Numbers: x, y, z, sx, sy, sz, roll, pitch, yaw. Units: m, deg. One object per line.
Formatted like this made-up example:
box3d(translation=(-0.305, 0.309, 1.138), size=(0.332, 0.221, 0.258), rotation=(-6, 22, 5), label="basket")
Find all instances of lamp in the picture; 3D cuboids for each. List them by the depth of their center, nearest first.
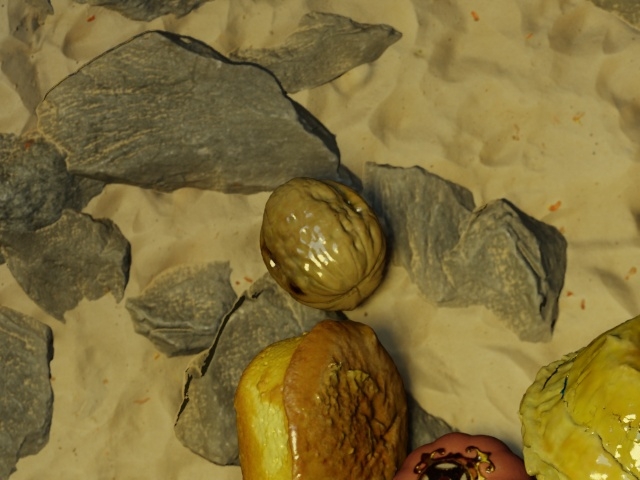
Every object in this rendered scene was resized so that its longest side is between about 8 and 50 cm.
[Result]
box3d(translation=(0.167, 0.312, 1.829), size=(0.182, 0.140, 0.182), rotation=(-11, 52, 14), label="lamp")

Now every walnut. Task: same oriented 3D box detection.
box3d(translation=(0.000, 0.000, 2.006), size=(0.155, 0.155, 0.184), rotation=(-44, 62, 7), label="walnut")

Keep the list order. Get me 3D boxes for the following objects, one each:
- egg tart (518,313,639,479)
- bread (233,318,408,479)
box3d(translation=(0.393, 0.188, 1.637), size=(0.388, 0.388, 0.169), rotation=(24, 126, 31), label="egg tart")
box3d(translation=(0.008, 0.229, 1.880), size=(0.146, 0.268, 0.268), rotation=(-10, 68, 36), label="bread")
